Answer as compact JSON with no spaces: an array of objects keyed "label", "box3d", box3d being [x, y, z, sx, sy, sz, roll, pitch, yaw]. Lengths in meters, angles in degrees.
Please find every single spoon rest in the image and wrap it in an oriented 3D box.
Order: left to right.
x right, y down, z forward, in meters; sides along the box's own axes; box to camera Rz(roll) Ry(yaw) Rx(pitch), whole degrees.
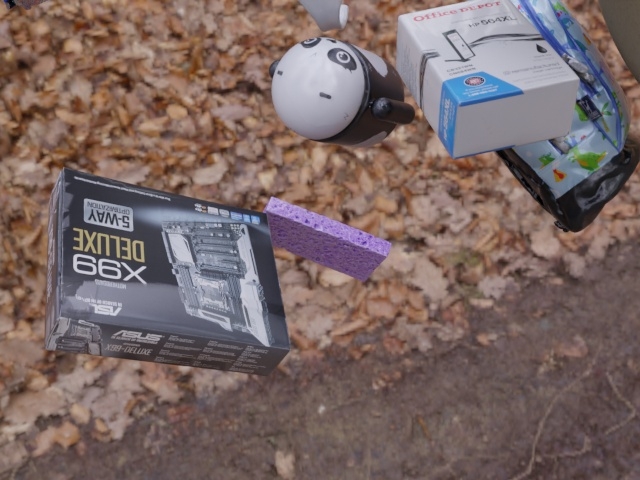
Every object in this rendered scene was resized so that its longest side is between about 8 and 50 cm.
[{"label":"spoon rest","box3d":[0.001,-0.443,1.434,0.137,0.276,0.084,-7,71,11]}]

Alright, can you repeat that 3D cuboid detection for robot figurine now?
[{"label":"robot figurine","box3d":[0.037,-0.249,1.414,0.209,0.173,0.278,-20,-9,29]}]

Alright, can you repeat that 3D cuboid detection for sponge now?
[{"label":"sponge","box3d":[0.000,0.000,1.352,0.210,0.117,0.031,22,63,-9]}]

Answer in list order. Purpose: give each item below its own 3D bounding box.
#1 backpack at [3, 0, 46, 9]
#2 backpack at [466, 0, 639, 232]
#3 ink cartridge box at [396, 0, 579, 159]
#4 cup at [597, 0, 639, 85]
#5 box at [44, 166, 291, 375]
[{"label":"backpack","box3d":[-0.329,-0.301,0.863,0.173,0.116,0.158,-27,14,-16]},{"label":"backpack","box3d":[0.330,-0.224,1.268,0.355,0.273,0.290,39,25,6]},{"label":"ink cartridge box","box3d":[0.191,-0.200,0.995,0.148,0.085,0.203,-14,46,-9]},{"label":"cup","box3d":[0.500,-0.339,1.082,0.331,0.331,0.237,-24,57,-25]},{"label":"box","box3d":[-0.205,0.045,1.113,0.308,0.076,0.242,13,45,-28]}]
